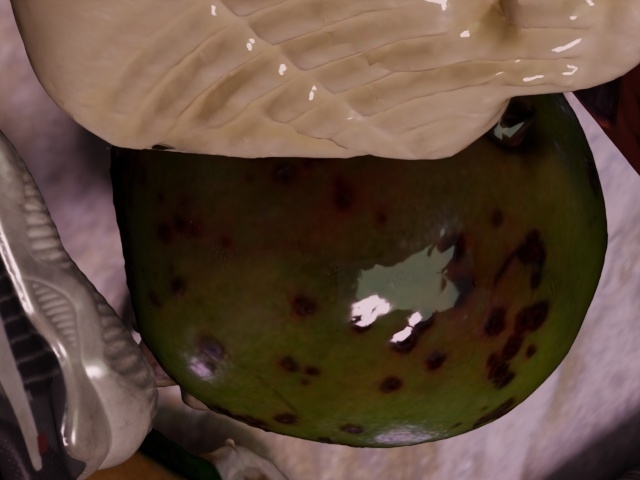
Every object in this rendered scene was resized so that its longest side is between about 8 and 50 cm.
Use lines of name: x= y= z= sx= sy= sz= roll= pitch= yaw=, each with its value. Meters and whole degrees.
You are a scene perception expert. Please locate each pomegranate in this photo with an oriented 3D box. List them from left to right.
pomegranate: x=0.000 y=0.000 z=0.753 sx=0.202 sy=0.202 sz=0.248 roll=-4 pitch=155 yaw=-39

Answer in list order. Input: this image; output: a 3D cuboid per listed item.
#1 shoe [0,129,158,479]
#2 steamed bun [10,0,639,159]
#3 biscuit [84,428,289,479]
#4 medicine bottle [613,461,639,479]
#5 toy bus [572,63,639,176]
shoe: x=-0.146 y=0.029 z=0.655 sx=0.227 sy=0.099 sz=0.112 roll=55 pitch=46 yaw=-36
steamed bun: x=0.045 y=-0.158 z=0.561 sx=0.276 sy=0.203 sz=0.289 roll=16 pitch=146 yaw=-16
biscuit: x=-0.071 y=0.181 z=0.793 sx=0.057 sy=0.287 sz=0.344 roll=-25 pitch=178 yaw=25
medicine bottle: x=0.203 y=0.244 z=1.105 sx=0.340 sy=0.208 sz=0.208 roll=-33 pitch=139 yaw=-15
toy bus: x=0.244 y=-0.060 z=0.718 sx=0.233 sy=0.427 sz=0.203 roll=-14 pitch=132 yaw=-17
